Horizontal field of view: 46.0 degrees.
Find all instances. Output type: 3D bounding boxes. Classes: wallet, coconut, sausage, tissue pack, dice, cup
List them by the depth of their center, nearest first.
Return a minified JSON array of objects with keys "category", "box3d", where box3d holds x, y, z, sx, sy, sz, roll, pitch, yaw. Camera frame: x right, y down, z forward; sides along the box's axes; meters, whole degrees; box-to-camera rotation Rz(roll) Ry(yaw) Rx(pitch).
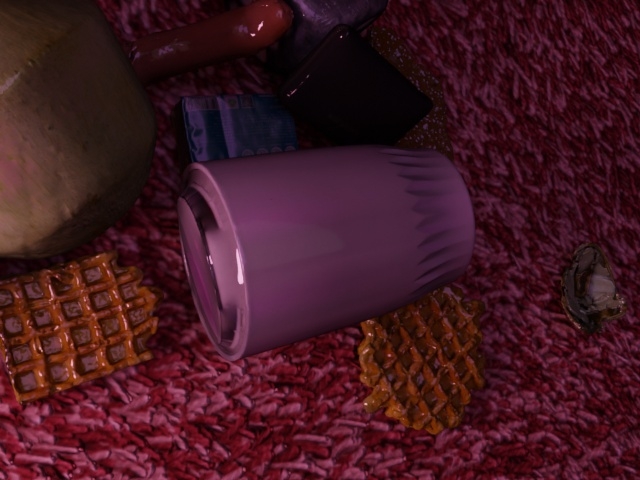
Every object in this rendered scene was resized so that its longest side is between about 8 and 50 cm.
[{"category":"coconut","box3d":[-0.352,-0.145,0.865,0.328,0.281,0.328,-9,121,-15]},{"category":"cup","box3d":[0.000,0.000,1.015,0.371,0.253,0.253,-11,86,-26]},{"category":"sausage","box3d":[-0.181,-0.255,1.016,0.304,0.078,0.078,-20,89,1]},{"category":"tissue pack","box3d":[-0.121,-0.143,1.080,0.169,0.082,0.120,-7,85,-26]},{"category":"wallet","box3d":[0.057,-0.203,1.110,0.250,0.149,0.044,28,25,-49]},{"category":"dice","box3d":[-0.022,-0.365,1.110,0.183,0.182,0.181,-37,96,-27]},{"category":"coconut","box3d":[0.478,0.093,1.335,0.133,0.055,0.158,30,71,-19]}]

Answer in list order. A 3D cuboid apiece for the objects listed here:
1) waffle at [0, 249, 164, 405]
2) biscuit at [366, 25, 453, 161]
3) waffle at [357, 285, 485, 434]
[{"category":"waffle","box3d":[-0.303,0.098,0.968,0.211,0.055,0.160,-19,90,-26]},{"category":"biscuit","box3d":[0.147,-0.239,1.255,0.131,0.026,0.237,-5,82,-27]},{"category":"waffle","box3d":[0.162,0.176,1.172,0.243,0.058,0.238,15,76,-23]}]
